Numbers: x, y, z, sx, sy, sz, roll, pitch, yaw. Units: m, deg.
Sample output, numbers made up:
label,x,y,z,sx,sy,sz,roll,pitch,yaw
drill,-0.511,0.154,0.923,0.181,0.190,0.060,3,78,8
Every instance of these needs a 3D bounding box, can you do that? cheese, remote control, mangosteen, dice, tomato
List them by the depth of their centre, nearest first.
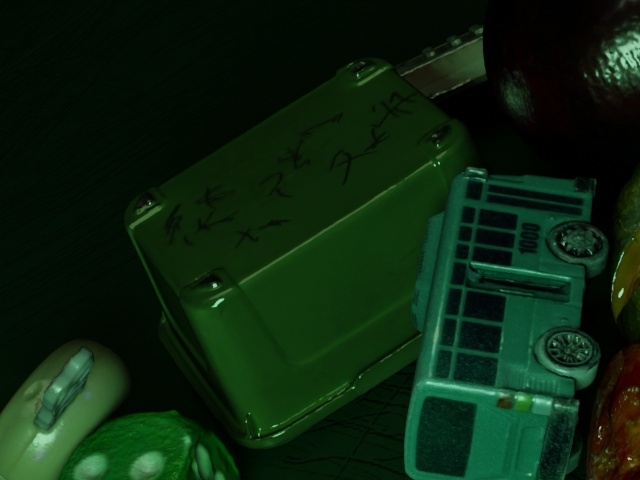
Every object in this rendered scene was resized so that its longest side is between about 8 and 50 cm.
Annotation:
label,x,y,z,sx,sy,sz,roll,pitch,yaw
tomato,0.255,0.152,1.336,0.091,0.139,0.159,9,58,-16
dice,-0.133,0.222,1.495,0.120,0.128,0.131,-9,39,22
cheese,-0.221,0.145,1.549,0.082,0.286,0.163,35,72,2
mangosteen,0.270,-0.190,1.581,0.297,0.293,0.297,-24,48,30
remote control,0.175,-0.192,1.809,0.344,0.050,0.145,-25,7,3

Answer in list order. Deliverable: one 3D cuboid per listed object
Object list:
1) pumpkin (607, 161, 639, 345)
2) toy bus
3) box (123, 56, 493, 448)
label,x,y,z,sx,sy,sz,roll,pitch,yaw
pumpkin,0.328,0.011,1.418,0.238,0.159,0.238,-27,45,31
toy bus,0.142,0.065,1.433,0.147,0.128,0.256,9,43,4
box,0.000,0.000,1.631,0.328,0.178,0.253,-35,38,-8
